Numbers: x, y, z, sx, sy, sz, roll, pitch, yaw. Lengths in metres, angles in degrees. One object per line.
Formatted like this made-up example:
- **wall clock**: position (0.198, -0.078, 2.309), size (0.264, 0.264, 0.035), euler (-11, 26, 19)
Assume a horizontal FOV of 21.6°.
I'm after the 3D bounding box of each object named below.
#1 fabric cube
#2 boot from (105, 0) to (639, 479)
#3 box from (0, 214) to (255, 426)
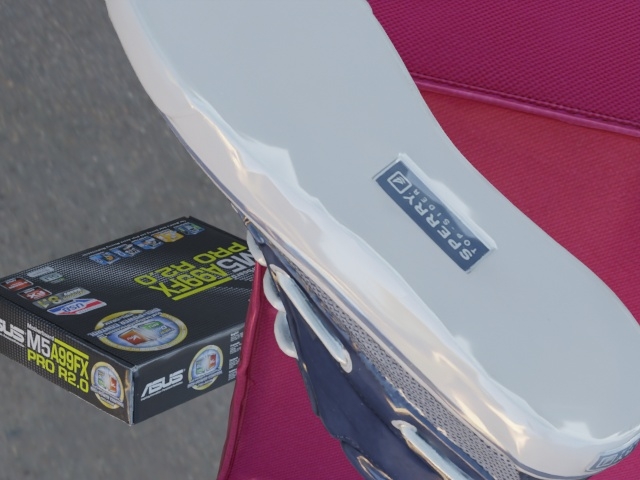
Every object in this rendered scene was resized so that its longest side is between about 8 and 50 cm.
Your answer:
- **fabric cube**: position (0.115, -0.036, 0.682), size (0.254, 0.258, 0.259), euler (13, 138, 1)
- **boot**: position (0.000, 0.000, 0.451), size (0.069, 0.190, 0.086), euler (-31, 166, -35)
- **box**: position (-0.147, 0.066, 1.564), size (0.270, 0.216, 0.060), euler (-21, 123, -43)
